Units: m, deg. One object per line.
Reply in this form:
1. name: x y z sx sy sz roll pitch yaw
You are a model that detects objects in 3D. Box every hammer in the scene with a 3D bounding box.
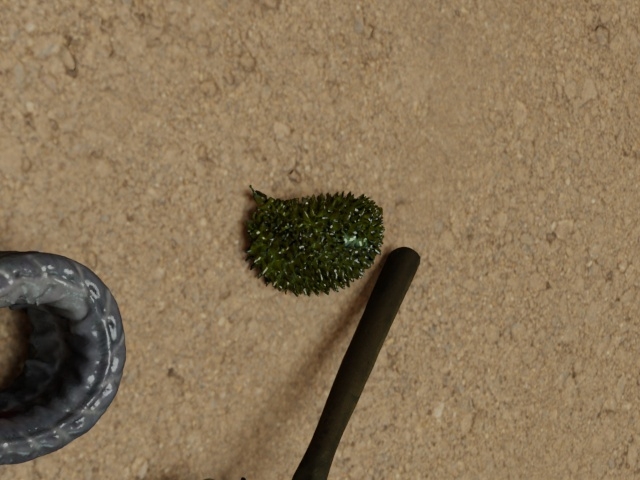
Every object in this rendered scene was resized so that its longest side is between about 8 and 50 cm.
1. hammer: 0.040 0.178 1.738 0.044 0.168 0.440 58 43 -34

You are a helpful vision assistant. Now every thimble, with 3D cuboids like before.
1. thimble: -0.325 0.118 1.412 0.236 0.172 0.205 -49 119 -31

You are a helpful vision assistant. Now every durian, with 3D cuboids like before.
1. durian: 0.005 0.004 1.746 0.220 0.095 0.137 6 88 -35

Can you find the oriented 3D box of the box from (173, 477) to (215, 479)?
1. box: -0.138 0.359 1.640 0.124 0.092 0.172 -53 124 -24
